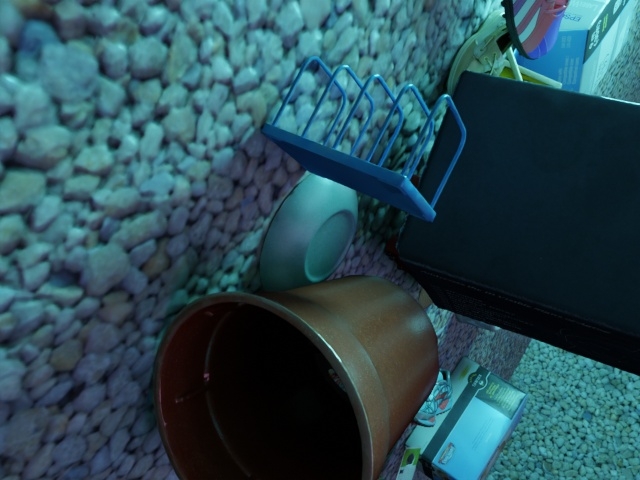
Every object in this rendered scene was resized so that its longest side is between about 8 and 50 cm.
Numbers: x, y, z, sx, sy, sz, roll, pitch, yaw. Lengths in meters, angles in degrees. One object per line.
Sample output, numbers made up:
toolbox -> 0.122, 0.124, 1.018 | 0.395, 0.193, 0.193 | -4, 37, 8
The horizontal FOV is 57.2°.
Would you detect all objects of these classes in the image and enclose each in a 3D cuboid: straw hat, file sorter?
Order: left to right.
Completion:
file sorter -> 0.051, -0.110, 0.618 | 0.105, 0.170, 0.118 | -63, 152, -2
straw hat -> 0.278, 0.106, 1.288 | 0.144, 0.061, 0.145 | -38, 143, -36

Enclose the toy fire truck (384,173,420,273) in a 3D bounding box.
toy fire truck -> 0.168, -0.019, 1.014 | 0.135, 0.047, 0.192 | -60, 153, -6

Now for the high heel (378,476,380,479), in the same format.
high heel -> 0.108, 0.466, 1.332 | 0.261, 0.093, 0.186 | 98, 11, -56

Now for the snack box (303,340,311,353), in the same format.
snack box -> -0.035, 0.193, 0.884 | 0.141, 0.037, 0.100 | -54, 149, -13

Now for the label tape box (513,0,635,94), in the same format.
label tape box -> 0.495, -0.374, 1.159 | 0.348, 0.115, 0.249 | -55, 151, -15

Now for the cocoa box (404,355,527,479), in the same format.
cocoa box -> 0.456, 0.593, 1.833 | 0.347, 0.228, 0.231 | -49, 149, -21

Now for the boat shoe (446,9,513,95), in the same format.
boat shoe -> 0.256, -0.286, 0.905 | 0.170, 0.059, 0.063 | -54, 151, -13

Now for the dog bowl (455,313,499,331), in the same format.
dog bowl -> 0.501, 0.092, 1.595 | 0.348, 0.102, 0.349 | -38, 143, -36

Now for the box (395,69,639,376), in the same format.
box -> 0.418, 0.016, 0.916 | 0.298, 0.479, 0.472 | -70, 159, -6

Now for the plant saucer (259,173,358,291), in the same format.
plant saucer -> 0.000, 0.000, 0.771 | 0.195, 0.037, 0.195 | -39, 145, -34

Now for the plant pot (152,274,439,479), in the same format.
plant pot -> -0.001, 0.161, 0.683 | 0.265, 0.272, 0.273 | -17, 129, -57

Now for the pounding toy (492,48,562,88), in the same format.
pounding toy -> 0.331, -0.251, 1.005 | 0.141, 0.130, 0.100 | -59, 163, -4

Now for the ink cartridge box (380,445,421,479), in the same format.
ink cartridge box -> 0.173, 0.664, 1.584 | 0.189, 0.097, 0.255 | 38, 70, -61

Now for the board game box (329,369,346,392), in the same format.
board game box -> 0.029, 0.290, 1.004 | 0.154, 0.103, 0.026 | -50, 149, -21

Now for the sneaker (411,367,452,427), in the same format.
sneaker -> 0.271, 0.395, 1.526 | 0.262, 0.104, 0.125 | -5, 102, -61

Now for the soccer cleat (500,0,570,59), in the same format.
soccer cleat -> 0.319, -0.393, 0.803 | 0.108, 0.116, 0.318 | -46, 137, -29
